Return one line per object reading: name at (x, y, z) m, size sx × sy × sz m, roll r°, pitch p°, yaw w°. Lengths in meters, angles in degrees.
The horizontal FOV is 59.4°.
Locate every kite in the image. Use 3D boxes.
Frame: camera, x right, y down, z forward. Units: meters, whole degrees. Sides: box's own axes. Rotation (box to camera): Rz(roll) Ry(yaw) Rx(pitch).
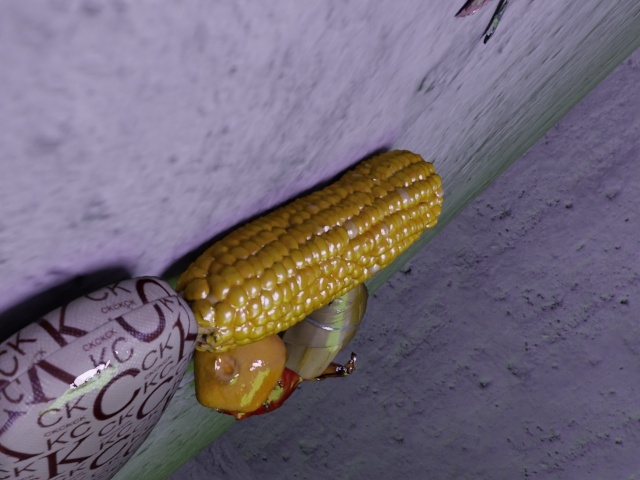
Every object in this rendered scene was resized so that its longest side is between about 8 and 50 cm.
kite at (0.154, -0.205, 0.433) m, size 0.139 × 0.011 × 0.157 m, roll -36°, pitch 167°, yaw -13°

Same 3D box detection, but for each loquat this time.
loquat at (-0.106, 0.160, 0.732) m, size 0.137 × 0.113 × 0.137 m, roll -154°, pitch -90°, yaw -90°

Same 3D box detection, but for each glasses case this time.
glasses case at (-0.187, 0.142, 0.412) m, size 0.137 × 0.085 × 0.355 m, roll -32°, pitch 166°, yaw -44°

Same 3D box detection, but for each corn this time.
corn at (0.001, 0.004, 0.498) m, size 0.313 × 0.102 × 0.102 m, roll -30°, pitch 165°, yaw -37°

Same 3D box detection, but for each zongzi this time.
zongzi at (0.028, 0.052, 0.847) m, size 0.228 × 0.115 × 0.256 m, roll -48°, pitch 156°, yaw -59°

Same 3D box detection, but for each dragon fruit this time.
dragon fruit at (-0.063, 0.213, 0.894) m, size 0.246 × 0.125 × 0.125 m, roll -7°, pitch 167°, yaw 5°

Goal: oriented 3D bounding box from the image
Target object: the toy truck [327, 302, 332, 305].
toy truck at (0.011, 0.018, 0.667) m, size 0.111 × 0.076 × 0.077 m, roll -54°, pitch -179°, yaw 42°
